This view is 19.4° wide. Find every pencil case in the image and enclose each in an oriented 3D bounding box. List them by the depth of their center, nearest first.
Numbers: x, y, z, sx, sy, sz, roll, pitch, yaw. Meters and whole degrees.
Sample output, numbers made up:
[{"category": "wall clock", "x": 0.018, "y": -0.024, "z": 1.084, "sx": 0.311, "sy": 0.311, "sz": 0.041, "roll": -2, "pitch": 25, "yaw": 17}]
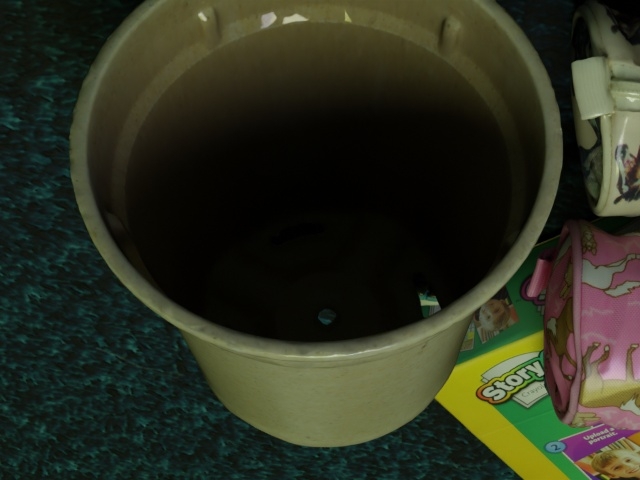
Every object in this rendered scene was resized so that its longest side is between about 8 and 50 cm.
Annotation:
[{"category": "pencil case", "x": 0.376, "y": -0.093, "z": 1.367, "sx": 0.410, "sy": 0.160, "sz": 0.183, "roll": 1, "pitch": 166, "yaw": -1}, {"category": "pencil case", "x": 0.354, "y": 0.064, "z": 1.397, "sx": 0.386, "sy": 0.160, "sz": 0.167, "roll": 0, "pitch": -178, "yaw": -2}]

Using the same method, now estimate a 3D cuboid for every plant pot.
[{"category": "plant pot", "x": 0.000, "y": 0.000, "z": 1.394, "sx": 0.333, "sy": 0.334, "sz": 0.305, "roll": -1, "pitch": 151, "yaw": 1}]

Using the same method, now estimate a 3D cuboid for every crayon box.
[{"category": "crayon box", "x": 0.315, "y": 0.100, "z": 1.652, "sx": 0.363, "sy": 0.106, "sz": 0.313, "roll": -24, "pitch": 134, "yaw": 24}]

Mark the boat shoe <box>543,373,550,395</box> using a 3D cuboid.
[{"category": "boat shoe", "x": 0.307, "y": 0.109, "z": 1.508, "sx": 0.254, "sy": 0.095, "sz": 0.079, "roll": 0, "pitch": 136, "yaw": 1}]

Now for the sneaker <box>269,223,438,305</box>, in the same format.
[{"category": "sneaker", "x": 0.048, "y": 0.031, "z": 1.606, "sx": 0.190, "sy": 0.071, "sz": 0.083, "roll": 7, "pitch": 147, "yaw": 5}]
